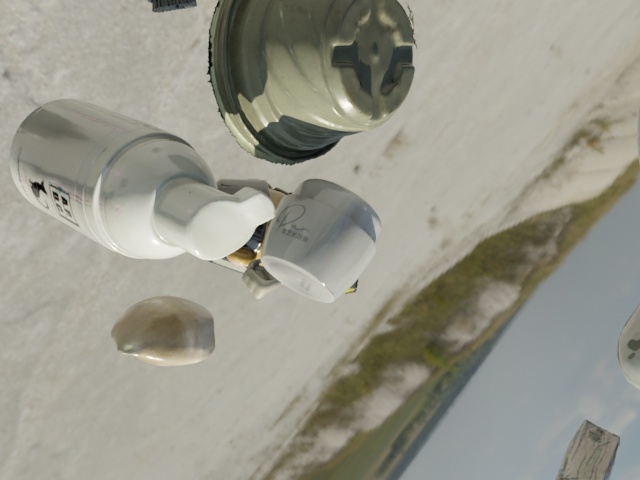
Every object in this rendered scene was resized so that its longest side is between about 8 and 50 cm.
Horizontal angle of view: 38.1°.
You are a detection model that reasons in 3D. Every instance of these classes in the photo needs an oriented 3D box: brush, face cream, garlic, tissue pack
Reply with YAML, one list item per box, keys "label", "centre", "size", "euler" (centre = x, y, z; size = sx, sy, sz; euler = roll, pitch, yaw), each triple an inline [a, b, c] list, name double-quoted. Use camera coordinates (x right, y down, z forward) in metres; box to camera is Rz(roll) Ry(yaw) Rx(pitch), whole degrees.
- label: "brush"
  centre: [-0.206, -0.427, 1.619]
  size: [0.194, 0.032, 0.043]
  euler: [-9, 176, 3]
- label: "face cream"
  centre: [-0.199, -0.056, 1.011]
  size: [0.145, 0.370, 0.145]
  euler: [-16, 115, -36]
- label: "face cream"
  centre: [0.000, 0.000, 0.986]
  size: [0.104, 0.117, 0.117]
  euler: [-59, 170, -19]
- label: "garlic"
  centre: [-0.250, 0.151, 1.578]
  size: [0.318, 0.143, 0.112]
  euler: [32, 67, -80]
- label: "tissue pack"
  centre: [0.348, 0.336, 1.250]
  size: [0.115, 0.065, 0.155]
  euler: [-48, 151, -41]

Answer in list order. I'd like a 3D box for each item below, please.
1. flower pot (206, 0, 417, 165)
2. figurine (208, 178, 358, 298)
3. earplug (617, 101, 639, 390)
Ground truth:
- label: "flower pot"
  centre: [0.009, -0.191, 0.970]
  size: [0.235, 0.141, 0.235]
  euler: [-11, 104, -48]
- label: "figurine"
  centre: [-0.079, -0.017, 1.447]
  size: [0.308, 0.309, 0.143]
  euler: [-19, 129, -69]
- label: "earplug"
  centre: [0.316, -0.025, 0.705]
  size: [0.214, 0.175, 0.325]
  euler: [-47, -159, 62]
